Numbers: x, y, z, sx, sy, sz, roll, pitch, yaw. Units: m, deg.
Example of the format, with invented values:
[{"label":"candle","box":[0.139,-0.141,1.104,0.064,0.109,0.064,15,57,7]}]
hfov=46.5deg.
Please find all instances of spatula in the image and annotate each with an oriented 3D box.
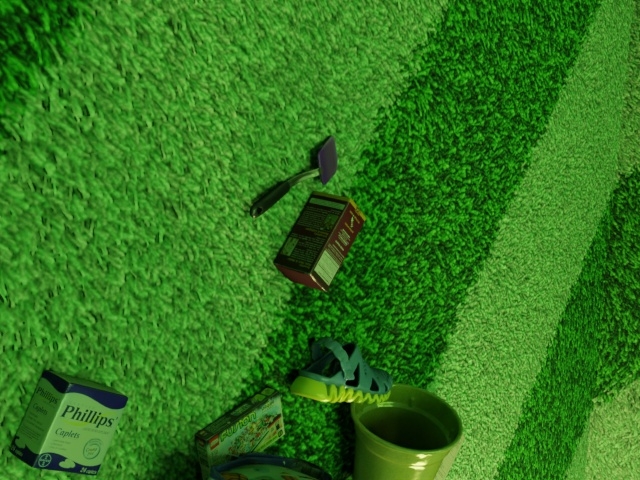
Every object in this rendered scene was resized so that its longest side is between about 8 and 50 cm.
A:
[{"label":"spatula","box":[-0.046,-0.120,1.519,0.296,0.030,0.084,-38,129,-38]}]

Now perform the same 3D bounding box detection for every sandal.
[{"label":"sandal","box":[0.068,0.298,1.708,0.317,0.126,0.138,17,83,-52]}]

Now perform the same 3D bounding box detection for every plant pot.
[{"label":"plant pot","box":[0.186,0.532,1.833,0.276,0.276,0.254,-16,124,-47]}]

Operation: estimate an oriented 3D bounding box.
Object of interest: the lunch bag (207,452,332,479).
[{"label":"lunch bag","box":[-0.115,0.589,1.412,0.385,0.238,0.328,35,71,-73]}]

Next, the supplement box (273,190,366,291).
[{"label":"supplement box","box":[0.000,0.000,1.550,0.081,0.104,0.188,48,64,-46]}]

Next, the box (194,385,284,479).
[{"label":"box","box":[-0.161,0.397,1.523,0.207,0.036,0.114,-28,120,-43]}]

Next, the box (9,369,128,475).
[{"label":"box","box":[-0.396,0.291,1.182,0.126,0.072,0.137,32,75,-50]}]

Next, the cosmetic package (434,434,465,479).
[{"label":"cosmetic package","box":[0.265,0.622,2.040,0.310,0.113,0.160,-57,137,-23]}]
